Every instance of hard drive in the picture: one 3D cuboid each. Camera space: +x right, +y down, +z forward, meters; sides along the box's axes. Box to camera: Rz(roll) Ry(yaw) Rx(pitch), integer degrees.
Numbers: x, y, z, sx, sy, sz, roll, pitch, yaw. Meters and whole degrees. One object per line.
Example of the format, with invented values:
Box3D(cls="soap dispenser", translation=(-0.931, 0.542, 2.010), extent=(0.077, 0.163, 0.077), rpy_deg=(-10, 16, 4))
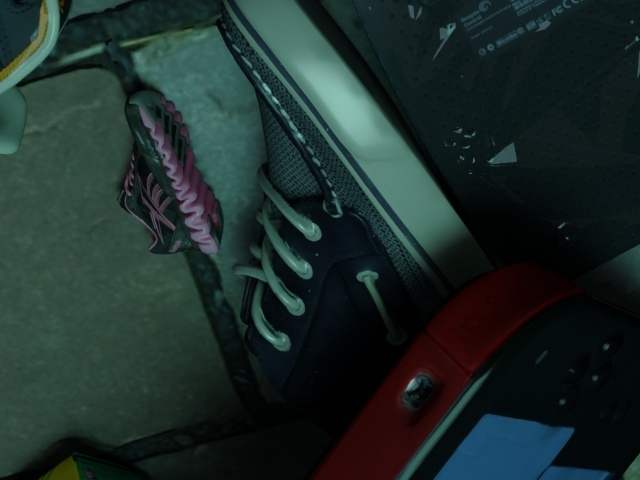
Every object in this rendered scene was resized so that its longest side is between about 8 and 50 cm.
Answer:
Box3D(cls="hard drive", translation=(0.135, -0.098, 0.828), extent=(0.172, 0.054, 0.255), rpy_deg=(-29, 123, 9))

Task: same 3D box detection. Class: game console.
Box3D(cls="game console", translation=(0.077, 0.196, 0.895), extent=(0.386, 0.060, 0.342), rpy_deg=(-53, 146, 10))

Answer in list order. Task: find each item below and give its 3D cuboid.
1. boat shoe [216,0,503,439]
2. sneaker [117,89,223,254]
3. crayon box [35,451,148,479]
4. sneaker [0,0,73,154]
Box3D(cls="boat shoe", translation=(0.000, 0.000, 0.846), extent=(0.158, 0.127, 0.340), rpy_deg=(-32, 124, 8))
Box3D(cls="sneaker", translation=(-0.101, -0.036, 0.868), extent=(0.057, 0.047, 0.119), rpy_deg=(-9, 126, 15))
Box3D(cls="crayon box", translation=(-0.163, 0.306, 0.962), extent=(0.165, 0.278, 0.081), rpy_deg=(-37, 144, 19))
Box3D(cls="sneaker", translation=(-0.175, -0.173, 0.706), extent=(0.127, 0.126, 0.321), rpy_deg=(14, 135, -11))
